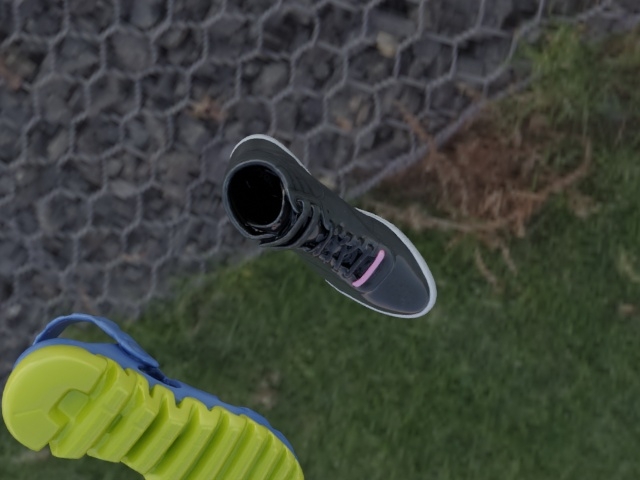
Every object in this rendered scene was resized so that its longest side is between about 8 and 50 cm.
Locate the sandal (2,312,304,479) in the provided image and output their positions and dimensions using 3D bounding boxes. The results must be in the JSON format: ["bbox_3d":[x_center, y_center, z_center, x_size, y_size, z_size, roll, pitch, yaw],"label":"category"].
[{"bbox_3d":[-0.143,0.155,1.410,0.317,0.138,0.126,37,101,-30],"label":"sandal"}]

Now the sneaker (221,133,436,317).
[{"bbox_3d":[0.000,0.000,1.797,0.296,0.147,0.104,40,107,1],"label":"sneaker"}]
